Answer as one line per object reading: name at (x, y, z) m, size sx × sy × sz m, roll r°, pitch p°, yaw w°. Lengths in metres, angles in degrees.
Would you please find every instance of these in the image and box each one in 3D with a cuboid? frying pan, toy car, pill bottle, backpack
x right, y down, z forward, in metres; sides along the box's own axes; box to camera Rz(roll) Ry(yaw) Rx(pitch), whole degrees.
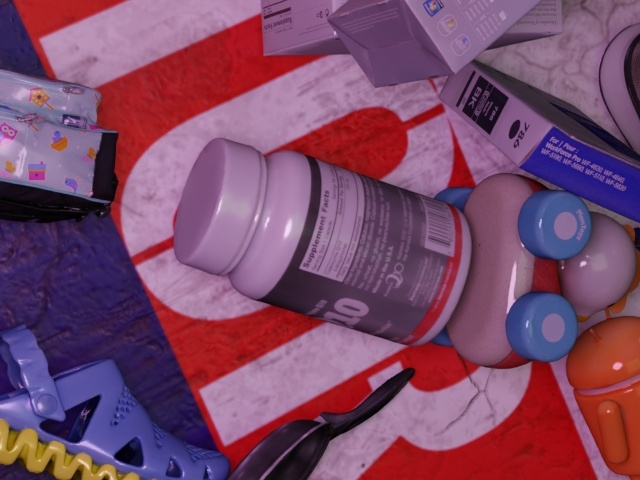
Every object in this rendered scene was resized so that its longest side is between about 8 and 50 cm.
frying pan at (-0.017, 0.213, 1.786) m, size 0.053 × 0.197 × 0.326 m, roll 38°, pitch 73°, yaw 14°
toy car at (0.264, 0.043, 1.871) m, size 0.238 × 0.219 × 0.210 m, roll 9°, pitch 88°, yaw -28°
pill bottle at (0.000, 0.000, 1.787) m, size 0.283 × 0.161 × 0.161 m, roll 18°, pitch 84°, yaw -21°
backpack at (-0.305, -0.092, 1.657) m, size 0.188 × 0.166 × 0.144 m, roll 2°, pitch 88°, yaw -26°

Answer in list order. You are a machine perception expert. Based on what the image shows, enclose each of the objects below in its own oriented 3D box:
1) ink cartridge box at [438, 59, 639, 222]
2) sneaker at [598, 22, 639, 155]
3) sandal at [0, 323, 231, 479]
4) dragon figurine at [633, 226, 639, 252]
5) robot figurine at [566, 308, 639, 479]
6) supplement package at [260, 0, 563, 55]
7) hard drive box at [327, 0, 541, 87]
ink cartridge box at (0.253, -0.102, 1.800) m, size 0.165 × 0.332 × 0.065 m, roll 23°, pitch 102°, yaw -20°
sneaker at (0.511, -0.059, 1.944) m, size 0.169 × 0.257 × 0.447 m, roll -41°, pitch 105°, yaw -17°
sandal at (-0.229, 0.180, 1.720) m, size 0.317 × 0.126 × 0.138 m, roll 21°, pitch 79°, yaw -23°
dragon figurine at (0.478, 0.077, 1.963) m, size 0.085 × 0.289 × 0.144 m, roll -51°, pitch 154°, yaw -38°
robot figurine at (0.360, 0.181, 1.955) m, size 0.158 × 0.128 × 0.219 m, roll -29°, pitch 101°, yaw -19°
supplement package at (0.090, -0.275, 1.796) m, size 0.262 × 0.204 × 0.145 m, roll -3°, pitch 91°, yaw -22°
hard drive box at (0.145, -0.252, 1.611) m, size 0.232 × 0.181 × 0.089 m, roll -41°, pitch 105°, yaw -16°
